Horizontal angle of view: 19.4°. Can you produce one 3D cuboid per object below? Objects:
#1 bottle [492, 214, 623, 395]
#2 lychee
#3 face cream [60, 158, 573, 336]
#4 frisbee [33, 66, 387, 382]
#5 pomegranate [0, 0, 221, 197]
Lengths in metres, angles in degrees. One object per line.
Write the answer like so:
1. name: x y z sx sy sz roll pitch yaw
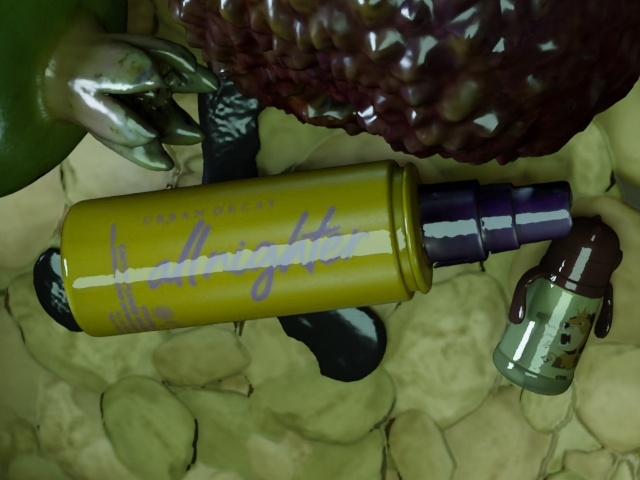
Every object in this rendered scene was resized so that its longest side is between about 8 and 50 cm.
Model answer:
1. bottle: 0.133 0.033 1.031 0.047 0.063 0.101 33 112 27
2. lychee: 0.062 -0.167 0.877 0.271 0.271 0.271 3 111 9
3. face cream: 0.000 0.000 1.012 0.273 0.078 0.078 -7 109 11
4. frisbee: -0.061 -0.014 1.065 0.211 0.012 0.187 7 111 7
5. pomegranate: -0.160 -0.099 0.948 0.225 0.187 0.187 21 114 24
